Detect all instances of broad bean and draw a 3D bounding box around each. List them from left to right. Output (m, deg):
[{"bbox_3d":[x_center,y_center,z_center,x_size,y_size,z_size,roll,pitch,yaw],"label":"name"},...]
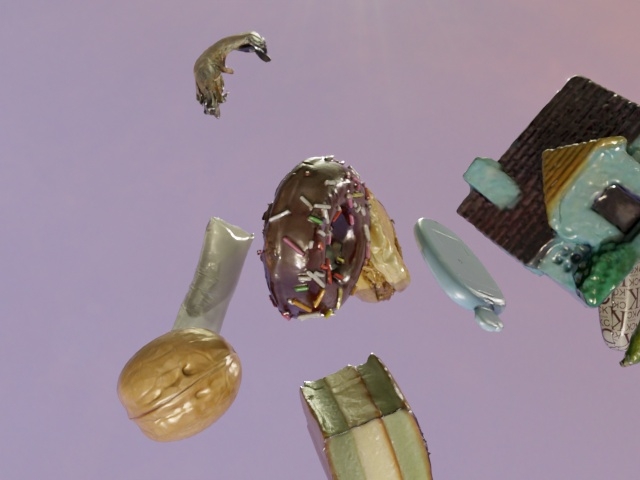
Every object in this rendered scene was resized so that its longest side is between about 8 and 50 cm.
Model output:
[{"bbox_3d":[0.518,0.082,1.475,0.053,0.052,0.256,-2,-121,52],"label":"broad bean"}]

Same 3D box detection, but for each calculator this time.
[{"bbox_3d":[0.280,0.065,1.908,0.188,0.042,0.302,20,-151,-42],"label":"calculator"}]

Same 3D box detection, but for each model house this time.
[{"bbox_3d":[0.343,-0.085,1.262,0.249,0.280,0.230,41,-176,11],"label":"model house"}]

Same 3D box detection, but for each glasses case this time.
[{"bbox_3d":[0.562,0.026,1.757,0.085,0.354,0.137,4,-175,39],"label":"glasses case"}]

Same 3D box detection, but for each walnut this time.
[{"bbox_3d":[-0.218,0.225,1.519,0.197,0.165,0.165,-26,-145,-12],"label":"walnut"}]

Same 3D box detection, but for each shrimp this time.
[{"bbox_3d":[-0.158,-0.299,1.708,0.152,0.046,0.219,-21,-138,15],"label":"shrimp"}]

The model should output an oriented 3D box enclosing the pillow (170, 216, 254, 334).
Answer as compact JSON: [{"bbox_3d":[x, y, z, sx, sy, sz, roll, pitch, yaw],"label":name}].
[{"bbox_3d":[-0.209,0.086,1.822,0.078,0.254,0.144,20,179,25],"label":"pillow"}]

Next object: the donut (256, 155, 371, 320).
[{"bbox_3d":[0.000,0.000,1.499,0.103,0.269,0.269,9,-145,26],"label":"donut"}]

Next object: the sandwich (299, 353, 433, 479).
[{"bbox_3d":[0.075,0.328,1.530,0.155,0.227,0.198,-19,-157,-8],"label":"sandwich"}]

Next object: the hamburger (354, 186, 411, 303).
[{"bbox_3d":[0.087,0.009,1.719,0.108,0.213,0.213,-21,-151,15],"label":"hamburger"}]
